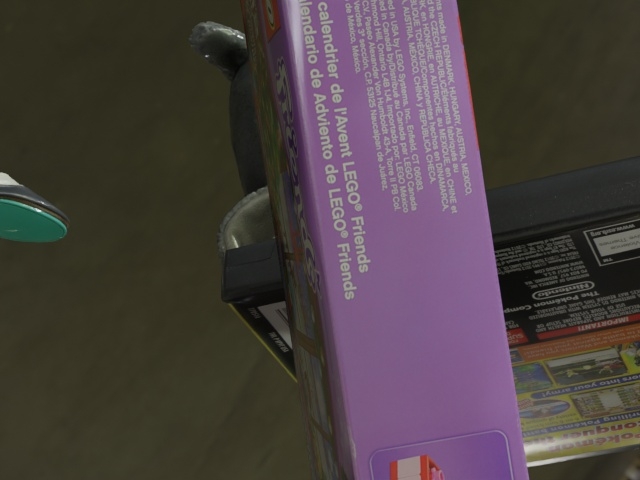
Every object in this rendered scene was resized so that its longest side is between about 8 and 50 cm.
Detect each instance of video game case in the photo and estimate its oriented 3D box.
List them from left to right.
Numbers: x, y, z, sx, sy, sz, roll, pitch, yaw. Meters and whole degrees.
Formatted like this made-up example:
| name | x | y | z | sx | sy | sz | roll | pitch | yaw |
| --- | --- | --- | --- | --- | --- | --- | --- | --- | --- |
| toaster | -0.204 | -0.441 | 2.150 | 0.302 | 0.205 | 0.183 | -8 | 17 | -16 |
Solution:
| name | x | y | z | sx | sy | sz | roll | pitch | yaw |
| --- | --- | --- | --- | --- | --- | --- | --- | --- | --- |
| video game case | 0.121 | 0.052 | 0.865 | 0.248 | 0.275 | 0.035 | 54 | 29 | -50 |

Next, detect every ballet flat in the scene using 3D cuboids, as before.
| name | x | y | z | sx | sy | sz | roll | pitch | yaw |
| --- | --- | --- | --- | --- | --- | --- | --- | --- | --- |
| ballet flat | -0.363 | -0.045 | 1.667 | 0.203 | 0.074 | 0.074 | 6 | 127 | -24 |

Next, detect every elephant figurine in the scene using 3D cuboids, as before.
| name | x | y | z | sx | sy | sz | roll | pitch | yaw |
| --- | --- | --- | --- | --- | --- | --- | --- | --- | --- |
| elephant figurine | 0.000 | 0.000 | 1.057 | 0.169 | 0.186 | 0.239 | 22 | 82 | -52 |

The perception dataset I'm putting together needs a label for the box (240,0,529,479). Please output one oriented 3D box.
| name | x | y | z | sx | sy | sz | roll | pitch | yaw |
| --- | --- | --- | --- | --- | --- | --- | --- | --- | --- |
| box | 0.020 | 0.028 | 0.573 | 0.057 | 0.293 | 0.201 | -9 | -179 | -6 |
